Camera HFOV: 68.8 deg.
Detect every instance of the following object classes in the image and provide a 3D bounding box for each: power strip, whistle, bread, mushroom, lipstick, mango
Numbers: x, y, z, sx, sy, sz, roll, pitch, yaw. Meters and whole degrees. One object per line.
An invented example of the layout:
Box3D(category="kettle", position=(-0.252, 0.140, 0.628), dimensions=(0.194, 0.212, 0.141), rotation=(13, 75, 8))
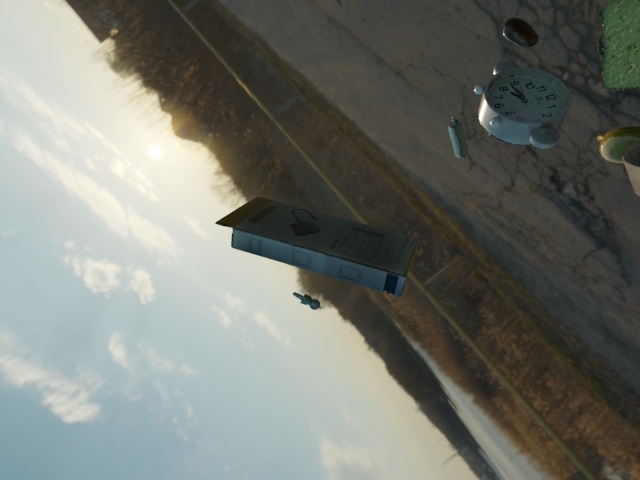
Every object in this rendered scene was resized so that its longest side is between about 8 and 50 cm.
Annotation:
Box3D(category="power strip", position=(0.498, -0.370, 1.690), dimensions=(0.030, 0.047, 0.191), rotation=(34, 162, 44))
Box3D(category="whistle", position=(-0.041, 0.185, 1.440), dimensions=(0.100, 0.035, 0.035), rotation=(29, -179, -4))
Box3D(category="bread", position=(0.893, -0.557, 1.307), dimensions=(0.160, 0.147, 0.260), rotation=(6, 111, 59))
Box3D(category="mushroom", position=(0.650, -0.674, 1.511), dimensions=(0.123, 0.123, 0.052), rotation=(53, 149, 17))
Box3D(category="lipstick", position=(0.591, -0.123, 0.847), dimensions=(0.145, 0.045, 0.045), rotation=(30, -172, -44))
Box3D(category="mango", position=(0.734, -0.213, 1.041), dimensions=(0.130, 0.091, 0.195), rotation=(5, 179, -31))

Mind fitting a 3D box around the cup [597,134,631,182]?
Box3D(category="cup", position=(0.962, -0.256, 1.352), dimensions=(0.255, 0.178, 0.256), rotation=(54, -157, 6))

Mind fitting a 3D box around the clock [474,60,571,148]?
Box3D(category="clock", position=(0.374, -0.248, 0.870), dimensions=(0.063, 0.156, 0.229), rotation=(79, 180, -56))

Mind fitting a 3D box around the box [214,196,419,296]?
Box3D(category="box", position=(0.000, 0.000, 0.613), dimensions=(0.247, 0.033, 0.129), rotation=(16, -154, 14))
